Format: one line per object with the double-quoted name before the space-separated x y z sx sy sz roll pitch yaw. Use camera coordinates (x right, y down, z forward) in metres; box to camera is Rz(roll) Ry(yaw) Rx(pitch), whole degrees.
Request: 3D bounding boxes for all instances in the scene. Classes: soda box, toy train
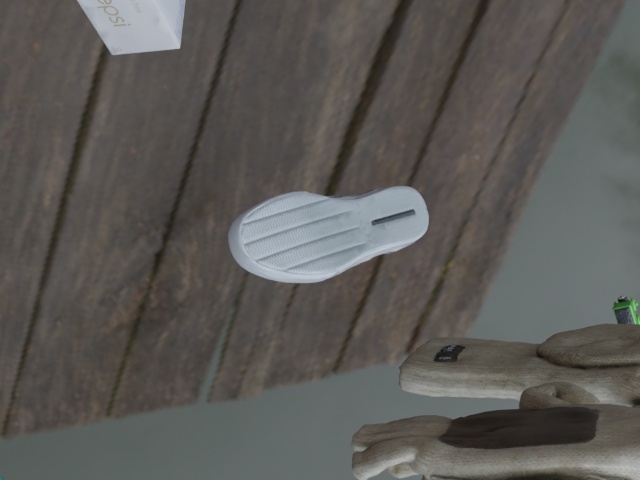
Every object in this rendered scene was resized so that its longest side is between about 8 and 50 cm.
"soda box" -0.190 -0.257 1.070 0.074 0.069 0.216 -4 152 13
"toy train" 0.214 0.077 0.806 0.083 0.017 0.024 70 22 -11

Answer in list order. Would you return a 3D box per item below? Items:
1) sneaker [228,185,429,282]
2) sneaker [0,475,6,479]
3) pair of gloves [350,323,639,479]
"sneaker" 0.000 0.000 1.243 0.258 0.094 0.091 -7 168 -42
"sneaker" -0.183 0.218 0.477 0.295 0.178 0.124 -50 173 -50
"pair of gloves" 0.127 0.081 0.553 0.240 0.204 0.042 -29 113 -75
